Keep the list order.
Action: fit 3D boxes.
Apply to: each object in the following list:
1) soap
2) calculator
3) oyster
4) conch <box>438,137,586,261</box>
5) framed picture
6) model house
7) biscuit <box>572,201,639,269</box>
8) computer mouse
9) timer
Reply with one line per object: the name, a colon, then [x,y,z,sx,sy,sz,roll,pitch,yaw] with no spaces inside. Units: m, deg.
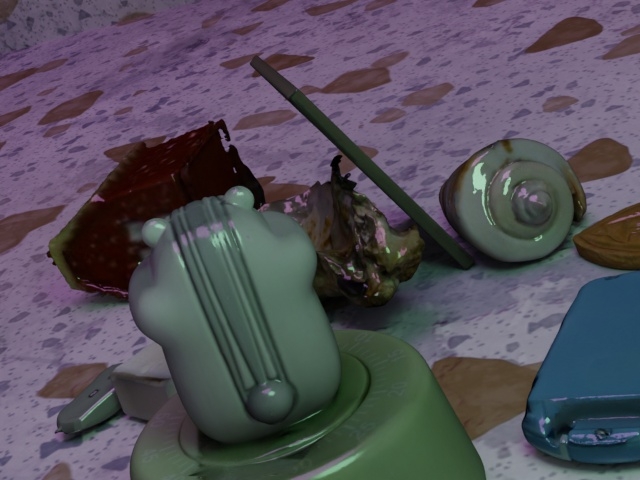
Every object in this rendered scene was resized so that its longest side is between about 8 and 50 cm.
soap: [-0.118,0.123,1.485,0.121,0.063,0.183,3,31,46]
calculator: [0.279,0.098,1.221,0.173,0.051,0.293,-8,24,29]
oyster: [0.006,-0.004,1.551,0.198,0.133,0.337,-52,22,-18]
conch: [0.198,-0.062,1.571,0.158,0.127,0.255,-27,22,-16]
framed picture: [0.044,-0.092,1.585,0.016,0.289,0.213,-46,22,3]
model house: [-0.225,-0.032,1.821,0.254,0.160,0.196,-13,23,19]
biscuit: [0.370,-0.015,1.445,0.221,0.029,0.142,-11,23,20]
computer mouse: [-0.239,0.177,1.502,0.110,0.032,0.056,-43,28,-24]
timer: [-0.047,0.109,1.118,0.291,0.315,0.291,-17,21,7]
